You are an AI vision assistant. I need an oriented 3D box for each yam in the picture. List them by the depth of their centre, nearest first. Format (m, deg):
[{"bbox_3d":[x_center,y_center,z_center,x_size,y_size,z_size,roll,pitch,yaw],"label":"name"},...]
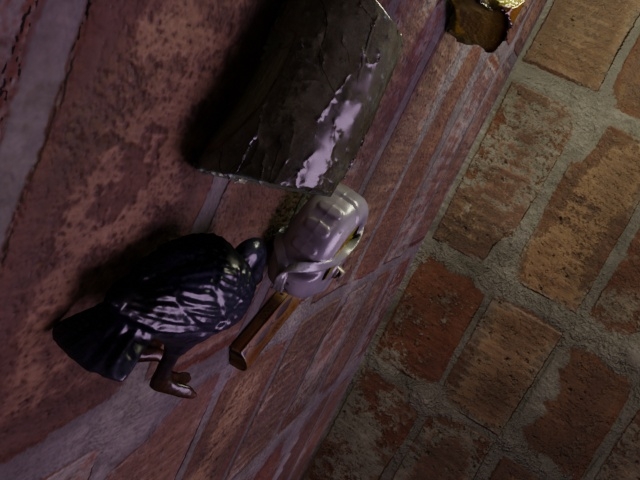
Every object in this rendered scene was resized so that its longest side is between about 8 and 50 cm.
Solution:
[{"bbox_3d":[-0.013,-0.151,0.719,0.254,0.154,0.154,-61,165,-5],"label":"yam"}]

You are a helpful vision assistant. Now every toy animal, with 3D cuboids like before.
[{"bbox_3d":[-0.154,0.075,0.745,0.185,0.122,0.298,-53,160,12],"label":"toy animal"}]

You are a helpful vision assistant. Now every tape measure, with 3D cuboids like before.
[{"bbox_3d":[0.000,0.000,1.107,0.197,0.120,0.236,-57,171,8],"label":"tape measure"}]

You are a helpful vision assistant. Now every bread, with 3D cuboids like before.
[{"bbox_3d":[0.308,-0.438,1.301,0.160,0.140,0.169,-50,164,-54],"label":"bread"}]

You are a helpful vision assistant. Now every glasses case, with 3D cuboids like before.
[{"bbox_3d":[-0.100,0.159,1.232,0.170,0.041,0.064,-49,161,-36],"label":"glasses case"}]
